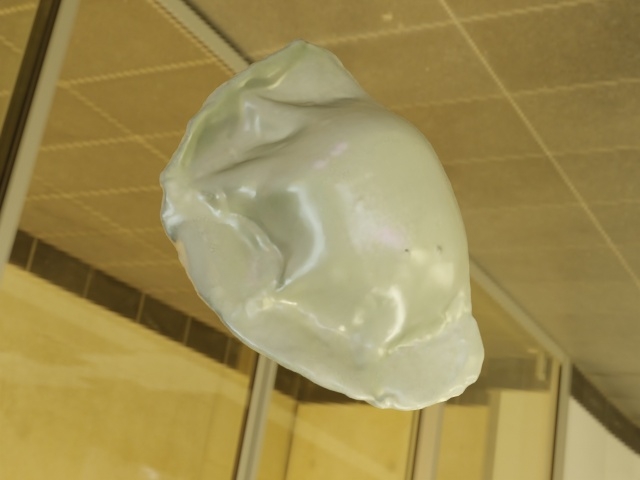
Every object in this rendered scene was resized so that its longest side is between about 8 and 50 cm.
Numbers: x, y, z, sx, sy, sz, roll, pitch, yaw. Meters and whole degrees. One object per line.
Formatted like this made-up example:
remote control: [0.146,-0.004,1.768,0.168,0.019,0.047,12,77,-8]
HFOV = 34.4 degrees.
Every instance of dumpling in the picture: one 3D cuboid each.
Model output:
dumpling: [0.000,0.000,0.651,0.179,0.252,0.131,-25,178,-36]
